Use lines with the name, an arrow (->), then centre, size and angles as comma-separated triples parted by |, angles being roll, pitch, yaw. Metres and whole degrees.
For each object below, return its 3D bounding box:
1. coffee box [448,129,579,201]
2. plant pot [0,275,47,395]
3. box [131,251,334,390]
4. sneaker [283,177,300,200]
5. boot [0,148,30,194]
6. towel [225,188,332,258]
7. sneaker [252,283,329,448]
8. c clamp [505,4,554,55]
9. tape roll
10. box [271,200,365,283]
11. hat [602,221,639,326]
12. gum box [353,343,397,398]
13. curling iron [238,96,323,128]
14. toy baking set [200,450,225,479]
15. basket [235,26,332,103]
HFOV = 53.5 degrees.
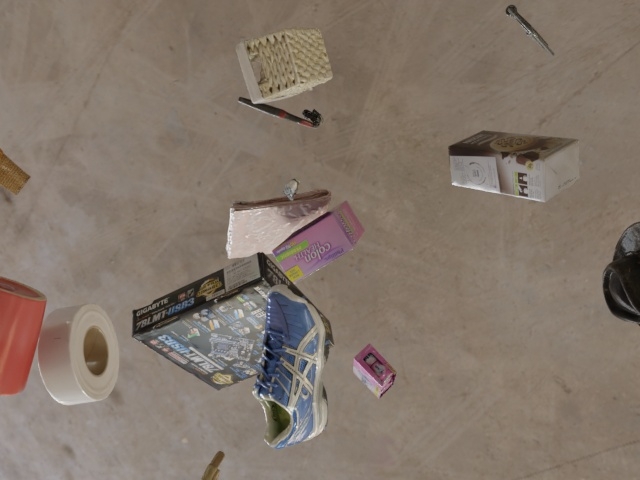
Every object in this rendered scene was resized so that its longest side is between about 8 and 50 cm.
coffee box -> 0.513, -0.208, 1.705 | 0.297, 0.168, 0.119 | 17, 127, 47
plant pot -> -0.833, 0.223, 1.601 | 0.274, 0.275, 0.243 | 20, 86, 28
box -> -0.165, 0.175, 1.265 | 0.293, 0.073, 0.295 | -23, 138, 16
sneaker -> -0.079, -0.148, 1.833 | 0.040, 0.044, 0.109 | 42, 166, 1
boot -> -0.802, -0.096, 1.371 | 0.211, 0.295, 0.104 | 38, 166, -24
towel -> -0.143, -0.050, 2.054 | 0.332, 0.316, 0.053 | 112, 146, -60
sneaker -> -0.040, 0.160, 0.789 | 0.080, 0.081, 0.211 | 0, 101, 41
c clamp -> 0.411, -0.421, 1.265 | 0.022, 0.160, 0.137 | -41, 62, 25
tape roll -> -0.694, 0.327, 1.842 | 0.100, 0.286, 0.286 | -9, 108, 8
box -> 0.000, 0.000, 1.893 | 0.213, 0.243, 0.117 | -31, 96, 18
hat -> 0.756, 0.122, 1.490 | 0.331, 0.133, 0.331 | 167, 90, -78
gum box -> 0.148, 0.361, 1.748 | 0.107, 0.062, 0.188 | 44, 165, 19
curling iron -> -0.125, -0.405, 1.997 | 0.274, 0.068, 0.035 | 12, 136, -6
toy baking set -> -0.229, 0.506, 1.130 | 0.030, 0.256, 0.197 | 23, 151, 9
basket -> -0.060, -0.325, 1.170 | 0.103, 0.167, 0.113 | -10, 103, 28
